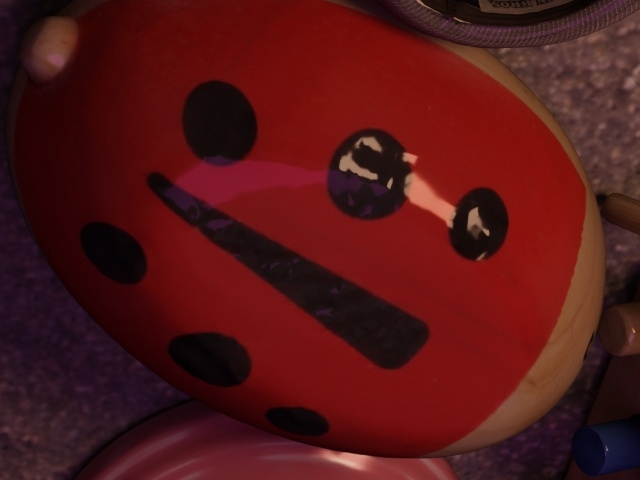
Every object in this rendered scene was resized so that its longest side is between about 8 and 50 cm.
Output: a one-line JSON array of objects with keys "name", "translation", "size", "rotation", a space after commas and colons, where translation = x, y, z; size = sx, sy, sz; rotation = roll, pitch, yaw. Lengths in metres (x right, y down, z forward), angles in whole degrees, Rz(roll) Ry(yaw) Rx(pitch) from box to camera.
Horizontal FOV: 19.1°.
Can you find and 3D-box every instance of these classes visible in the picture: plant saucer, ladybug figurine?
[{"name": "plant saucer", "translation": [-0.041, 0.263, 1.406], "size": [0.332, 0.084, 0.332], "rotation": [-5, 122, -9]}, {"name": "ladybug figurine", "translation": [0.000, 0.000, 1.200], "size": [0.449, 0.162, 0.305], "rotation": [29, 112, -25]}]

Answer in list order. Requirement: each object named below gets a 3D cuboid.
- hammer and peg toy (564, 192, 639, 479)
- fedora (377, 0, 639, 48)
[{"name": "hammer and peg toy", "translation": [0.286, 0.132, 1.301], "size": [0.127, 0.266, 0.361], "rotation": [-6, 124, -33]}, {"name": "fedora", "translation": [0.124, -0.246, 1.092], "size": [0.244, 0.124, 0.275], "rotation": [13, 127, -16]}]
